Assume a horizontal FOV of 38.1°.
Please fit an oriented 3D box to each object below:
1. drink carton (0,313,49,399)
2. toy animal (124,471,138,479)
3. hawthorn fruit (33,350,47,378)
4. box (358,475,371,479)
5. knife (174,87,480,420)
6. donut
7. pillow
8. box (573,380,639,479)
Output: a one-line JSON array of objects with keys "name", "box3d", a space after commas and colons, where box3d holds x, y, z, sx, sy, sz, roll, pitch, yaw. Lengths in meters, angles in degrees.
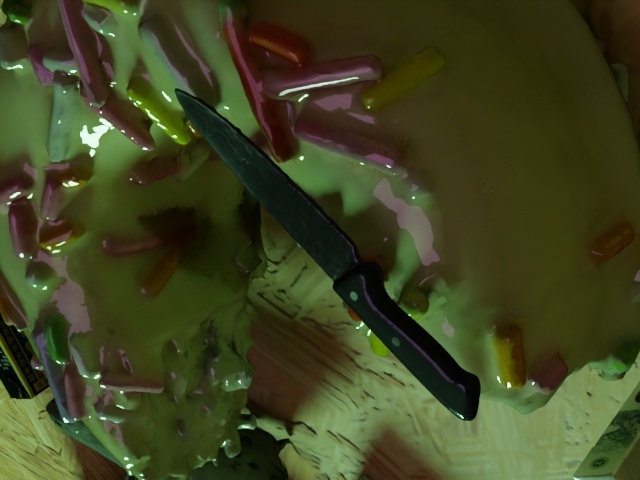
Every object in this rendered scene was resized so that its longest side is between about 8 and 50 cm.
[{"name": "drink carton", "box3d": [-0.273, 0.052, 0.816, 0.056, 0.071, 0.165, -10, 109, 49]}, {"name": "toy animal", "box3d": [-0.059, 0.263, 0.751, 0.214, 0.094, 0.186, 21, 133, 23]}, {"name": "hawthorn fruit", "box3d": [-0.152, 0.066, 0.682, 0.128, 0.128, 0.128, 23, 129, 31]}, {"name": "box", "box3d": [0.086, 0.258, 0.628, 0.218, 0.055, 0.039, 42, 138, 14]}, {"name": "knife", "box3d": [0.000, 0.000, 0.346, 0.170, 0.010, 0.023, 46, 129, 14]}, {"name": "donut", "box3d": [-0.041, -0.028, 0.470, 0.371, 0.150, 0.307, -21, 97, 40]}, {"name": "pillow", "box3d": [-0.104, 0.151, 0.706, 0.241, 0.093, 0.051, 14, 119, 35]}, {"name": "box", "box3d": [0.157, 0.109, 0.443, 0.024, 0.083, 0.054, -15, 105, 46]}]
